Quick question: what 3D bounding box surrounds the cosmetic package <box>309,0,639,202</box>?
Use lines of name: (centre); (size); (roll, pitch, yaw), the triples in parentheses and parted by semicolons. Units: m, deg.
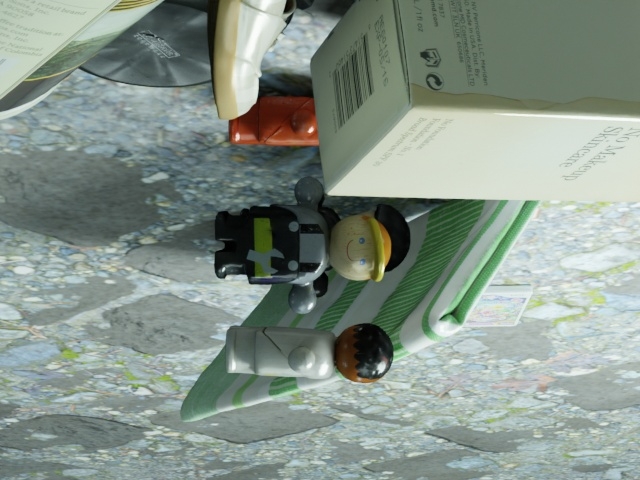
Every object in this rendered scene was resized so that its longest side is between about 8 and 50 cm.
cosmetic package: (0.165, -0.105, 1.059); (0.309, 0.113, 0.160); (1, 160, -20)

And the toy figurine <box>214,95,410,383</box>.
toy figurine: (0.000, 0.000, 1.197); (0.148, 0.209, 0.213); (1, 135, 2)

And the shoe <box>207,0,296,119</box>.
shoe: (-0.036, -0.158, 0.922); (0.058, 0.076, 0.219); (1, 138, -9)

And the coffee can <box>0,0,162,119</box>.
coffee can: (-0.133, -0.195, 0.711); (0.201, 0.201, 0.275); (14, 155, -35)

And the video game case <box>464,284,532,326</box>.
video game case: (0.191, 0.076, 1.718); (0.087, 0.011, 0.122); (0, 159, -2)

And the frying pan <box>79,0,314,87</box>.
frying pan: (-0.052, -0.158, 1.041); (0.326, 0.053, 0.197); (0, 160, 4)

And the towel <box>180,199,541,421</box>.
towel: (0.035, 0.053, 1.392); (0.325, 0.248, 0.038); (-20, 113, 40)
